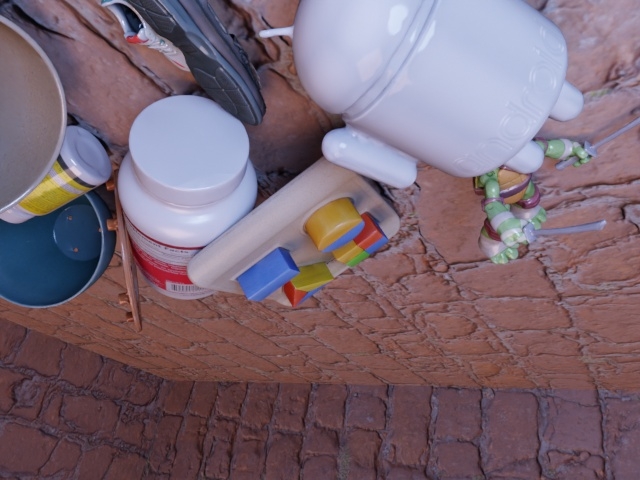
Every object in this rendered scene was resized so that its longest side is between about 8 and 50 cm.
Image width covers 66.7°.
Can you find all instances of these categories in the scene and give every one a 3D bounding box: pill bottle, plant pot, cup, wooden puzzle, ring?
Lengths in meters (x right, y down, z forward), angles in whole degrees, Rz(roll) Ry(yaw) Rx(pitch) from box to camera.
[{"bbox_3d":[-0.515,-0.119,0.916,0.209,0.119,0.119,-25,142,13],"label":"pill bottle"},{"bbox_3d":[-0.583,-0.012,1.091,0.290,0.290,0.195,10,-175,1],"label":"plant pot"},{"bbox_3d":[-0.238,-0.059,0.888,0.229,0.229,0.407,15,151,-8],"label":"pill bottle"},{"bbox_3d":[-0.584,-0.208,0.690,0.237,0.331,0.331,34,160,24],"label":"cup"},{"bbox_3d":[-0.016,0.023,0.890,0.322,0.080,0.348,-36,154,12],"label":"wooden puzzle"},{"bbox_3d":[-0.403,0.022,0.998,0.032,0.336,0.336,-8,157,-20],"label":"ring"}]

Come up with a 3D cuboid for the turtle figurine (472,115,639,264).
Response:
[{"bbox_3d":[0.337,-0.057,0.742,0.275,0.197,0.266,4,155,19],"label":"turtle figurine"}]

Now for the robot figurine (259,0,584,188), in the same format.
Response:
[{"bbox_3d":[0.119,-0.201,0.541,0.354,0.199,0.299,21,109,-21],"label":"robot figurine"}]

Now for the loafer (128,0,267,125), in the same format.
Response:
[{"bbox_3d":[-0.139,-0.262,0.640,0.096,0.084,0.267,21,165,35],"label":"loafer"}]

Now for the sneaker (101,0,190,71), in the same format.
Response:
[{"bbox_3d":[-0.227,-0.274,0.648,0.057,0.075,0.161,-5,148,26],"label":"sneaker"}]
